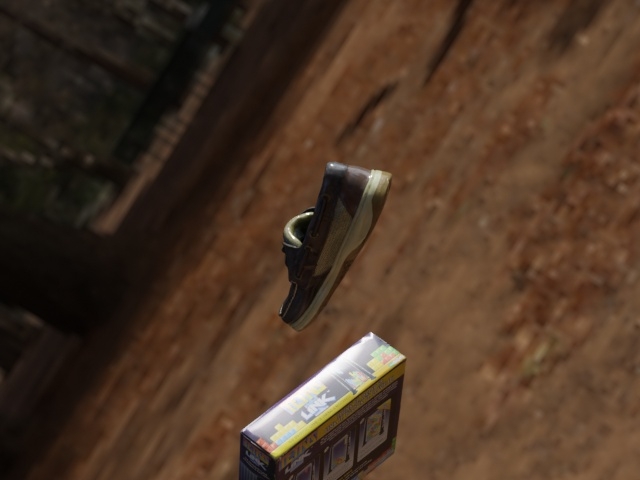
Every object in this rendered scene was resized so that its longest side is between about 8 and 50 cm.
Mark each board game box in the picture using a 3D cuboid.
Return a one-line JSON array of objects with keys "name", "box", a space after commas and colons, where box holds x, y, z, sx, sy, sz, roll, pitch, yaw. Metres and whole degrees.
[{"name": "board game box", "box": [0.000, 0.182, 1.798, 0.170, 0.048, 0.141, -35, -34, -33]}]

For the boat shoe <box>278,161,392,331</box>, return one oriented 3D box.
[{"name": "boat shoe", "box": [0.000, 0.000, 1.293, 0.152, 0.049, 0.056, -60, 4, 43]}]
